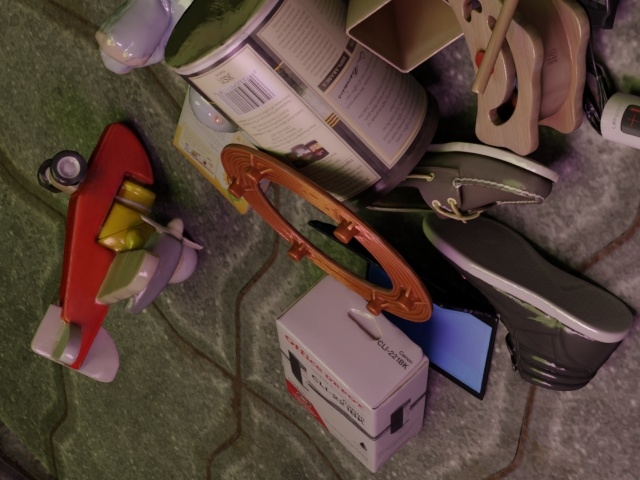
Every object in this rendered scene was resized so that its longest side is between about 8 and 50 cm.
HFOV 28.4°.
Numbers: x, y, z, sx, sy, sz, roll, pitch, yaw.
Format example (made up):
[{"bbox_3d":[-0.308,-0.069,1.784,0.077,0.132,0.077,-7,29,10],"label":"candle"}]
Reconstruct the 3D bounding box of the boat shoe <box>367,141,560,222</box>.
[{"bbox_3d":[0.160,-0.067,1.534,0.109,0.091,0.305,26,171,-38],"label":"boat shoe"}]

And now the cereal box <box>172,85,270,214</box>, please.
[{"bbox_3d":[-0.130,-0.172,1.879,0.173,0.047,0.240,46,143,15],"label":"cereal box"}]

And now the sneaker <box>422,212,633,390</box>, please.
[{"bbox_3d":[0.236,0.083,1.579,0.295,0.104,0.147,34,134,24],"label":"sneaker"}]

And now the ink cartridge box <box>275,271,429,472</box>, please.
[{"bbox_3d":[0.047,0.194,1.825,0.197,0.114,0.273,42,160,21],"label":"ink cartridge box"}]

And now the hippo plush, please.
[{"bbox_3d":[-0.131,-0.284,1.708,0.236,0.234,0.294,41,103,-7],"label":"hippo plush"}]

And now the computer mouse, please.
[{"bbox_3d":[0.298,-0.219,1.337,0.071,0.041,0.242,42,153,47],"label":"computer mouse"}]

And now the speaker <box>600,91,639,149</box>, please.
[{"bbox_3d":[0.363,-0.114,1.318,0.136,0.055,0.055,23,133,40],"label":"speaker"}]

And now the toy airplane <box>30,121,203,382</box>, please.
[{"bbox_3d":[-0.337,0.048,2.110,0.386,0.272,0.384,-110,33,-45],"label":"toy airplane"}]

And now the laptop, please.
[{"bbox_3d":[0.107,0.097,1.719,0.234,0.264,0.137,32,99,31],"label":"laptop"}]

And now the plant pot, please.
[{"bbox_3d":[0.096,-0.277,1.446,0.109,0.109,0.096,-32,49,31],"label":"plant pot"}]

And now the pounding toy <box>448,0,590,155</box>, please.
[{"bbox_3d":[0.182,-0.208,1.355,0.154,0.154,0.270,45,152,40],"label":"pounding toy"}]

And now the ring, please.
[{"bbox_3d":[0.000,0.000,1.589,0.336,0.032,0.336,37,167,10],"label":"ring"}]

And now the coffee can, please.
[{"bbox_3d":[-0.019,-0.191,1.506,0.275,0.202,0.201,43,153,-29],"label":"coffee can"}]
